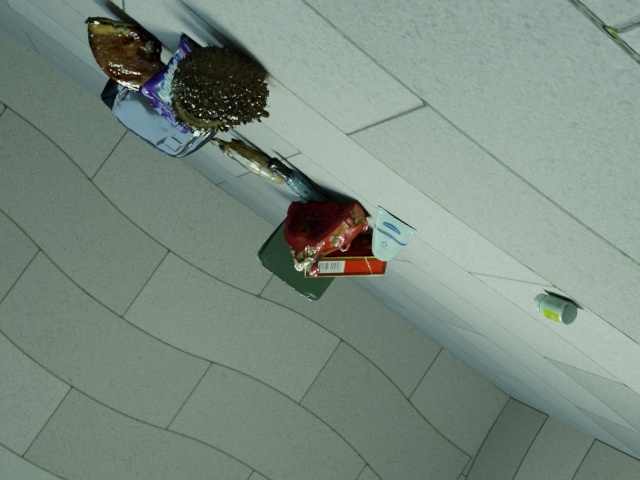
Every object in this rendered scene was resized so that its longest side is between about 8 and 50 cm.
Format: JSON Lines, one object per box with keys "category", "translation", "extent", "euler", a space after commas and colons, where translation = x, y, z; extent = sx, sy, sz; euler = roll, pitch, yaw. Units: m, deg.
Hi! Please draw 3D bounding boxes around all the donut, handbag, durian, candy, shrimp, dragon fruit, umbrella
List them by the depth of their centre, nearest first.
{"category": "durian", "translation": [-0.181, -0.266, 1.372], "extent": [0.196, 0.167, 0.196], "euler": [20, -177, -1]}
{"category": "candy", "translation": [-0.284, -0.327, 1.570], "extent": [0.145, 0.070, 0.275], "euler": [43, 144, -14]}
{"category": "donut", "translation": [-0.443, -0.424, 1.670], "extent": [0.186, 0.144, 0.126], "euler": [10, -155, -21]}
{"category": "handbag", "translation": [-0.419, -0.336, 1.951], "extent": [0.302, 0.178, 0.275], "euler": [37, 173, -23]}
{"category": "dragon fruit", "translation": [0.000, 0.000, 1.972], "extent": [0.262, 0.211, 0.134], "euler": [9, 148, 50]}
{"category": "umbrella", "translation": [-0.043, -0.145, 2.022], "extent": [0.250, 0.053, 0.052], "euler": [39, 162, -30]}
{"category": "shrimp", "translation": [-0.202, -0.240, 2.114], "extent": [0.254, 0.059, 0.145], "euler": [30, -170, -18]}
{"category": "handbag", "translation": [-0.043, 0.033, 2.416], "extent": [0.247, 0.260, 0.079], "euler": [38, 175, -7]}

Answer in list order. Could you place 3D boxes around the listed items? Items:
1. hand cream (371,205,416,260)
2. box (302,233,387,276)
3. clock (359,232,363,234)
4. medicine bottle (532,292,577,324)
{"category": "hand cream", "translation": [0.180, -0.015, 1.917], "extent": [0.109, 0.067, 0.321], "euler": [35, 166, 7]}
{"category": "box", "translation": [0.053, 0.040, 2.111], "extent": [0.239, 0.074, 0.153], "euler": [0, -158, -17]}
{"category": "clock", "translation": [0.030, -0.017, 2.276], "extent": [0.235, 0.029, 0.235], "euler": [24, 149, 15]}
{"category": "medicine bottle", "translation": [0.469, 0.136, 1.488], "extent": [0.047, 0.047, 0.083], "euler": [38, 172, -30]}
